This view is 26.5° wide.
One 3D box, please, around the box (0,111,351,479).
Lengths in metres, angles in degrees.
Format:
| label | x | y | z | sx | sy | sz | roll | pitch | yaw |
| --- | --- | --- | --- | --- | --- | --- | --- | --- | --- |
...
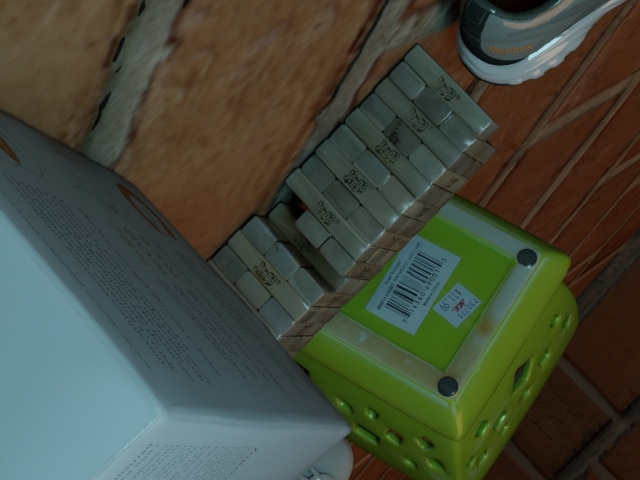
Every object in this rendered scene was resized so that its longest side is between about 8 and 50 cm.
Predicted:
| label | x | y | z | sx | sy | sz | roll | pitch | yaw |
| --- | --- | --- | --- | --- | --- | --- | --- | --- | --- |
| box | -0.144 | 0.067 | 0.666 | 0.168 | 0.215 | 0.345 | -44 | 165 | 3 |

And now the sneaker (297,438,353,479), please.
| label | x | y | z | sx | sy | sz | roll | pitch | yaw |
| --- | --- | --- | --- | --- | --- | --- | --- | --- | --- |
| sneaker | -0.058 | 0.306 | 1.604 | 0.290 | 0.106 | 0.123 | -33 | 164 | -33 |

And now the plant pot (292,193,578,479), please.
| label | x | y | z | sx | sy | sz | roll | pitch | yaw |
| --- | --- | --- | --- | --- | --- | --- | --- | --- | --- |
| plant pot | 0.093 | 0.074 | 1.242 | 0.228 | 0.227 | 0.207 | -55 | 162 | -16 |

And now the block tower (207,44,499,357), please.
| label | x | y | z | sx | sy | sz | roll | pitch | yaw |
| --- | --- | --- | --- | --- | --- | --- | --- | --- | --- |
| block tower | 0.000 | 0.000 | 1.099 | 0.335 | 0.091 | 0.097 | -45 | 166 | 10 |

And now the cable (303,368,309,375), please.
| label | x | y | z | sx | sy | sz | roll | pitch | yaw |
| --- | --- | --- | --- | --- | --- | --- | --- | --- | --- |
| cable | -0.021 | 0.116 | 1.446 | 0.184 | 0.047 | 0.150 | -55 | 171 | 6 |

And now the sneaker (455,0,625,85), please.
| label | x | y | z | sx | sy | sz | roll | pitch | yaw |
| --- | --- | --- | --- | --- | --- | --- | --- | --- | --- |
| sneaker | 0.213 | -0.227 | 1.013 | 0.271 | 0.100 | 0.108 | -42 | 160 | -2 |
